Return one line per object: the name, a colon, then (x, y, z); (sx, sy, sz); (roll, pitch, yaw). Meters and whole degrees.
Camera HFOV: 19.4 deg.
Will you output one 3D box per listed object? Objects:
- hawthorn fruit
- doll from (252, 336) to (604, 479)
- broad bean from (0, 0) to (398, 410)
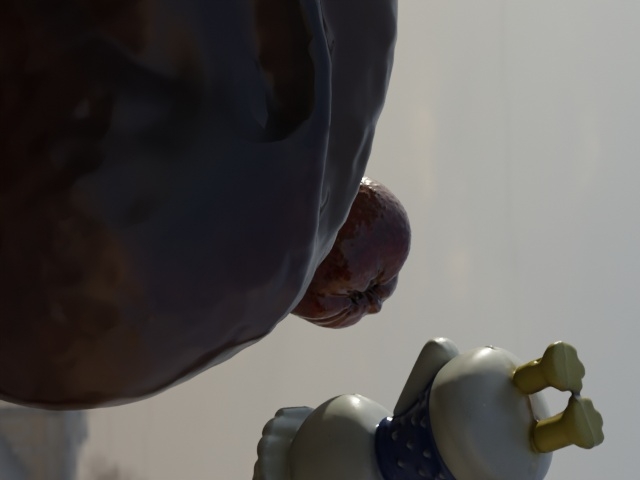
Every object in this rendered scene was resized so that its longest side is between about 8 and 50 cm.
hawthorn fruit: (0.000, 0.000, 1.518); (0.138, 0.133, 0.133); (52, -26, 24)
doll: (0.061, 0.147, 1.293); (0.293, 0.119, 0.138); (-25, -106, 34)
broad bean: (-0.056, -0.059, 0.565); (0.122, 0.156, 0.228); (152, -50, -73)
